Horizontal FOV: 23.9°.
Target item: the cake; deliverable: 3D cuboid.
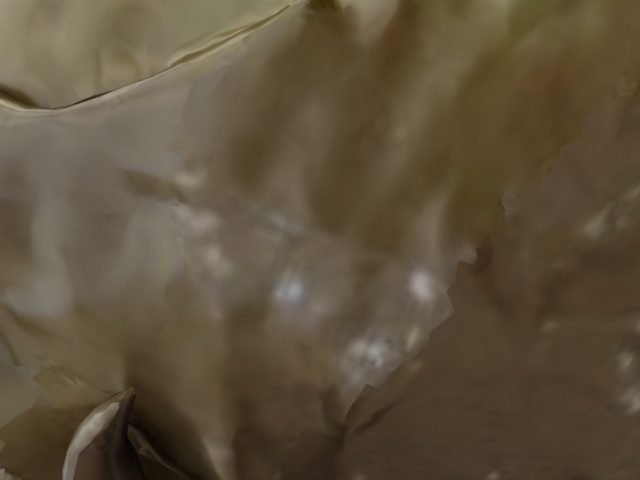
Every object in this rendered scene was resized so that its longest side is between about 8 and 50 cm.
[{"bbox_3d":[-0.008,-0.003,0.513,0.332,0.332,0.321,32,103,62],"label":"cake"}]
